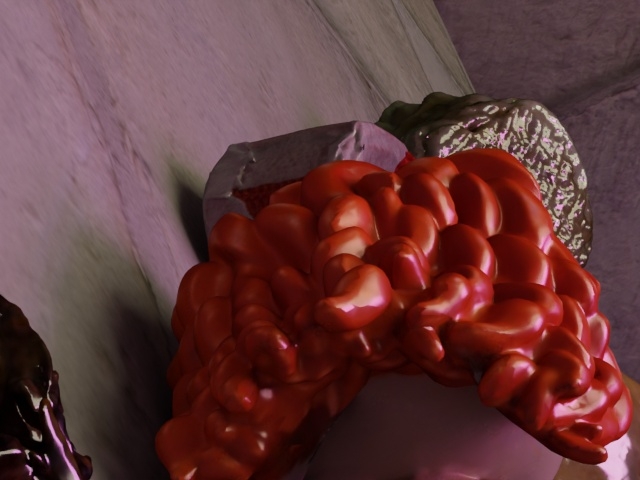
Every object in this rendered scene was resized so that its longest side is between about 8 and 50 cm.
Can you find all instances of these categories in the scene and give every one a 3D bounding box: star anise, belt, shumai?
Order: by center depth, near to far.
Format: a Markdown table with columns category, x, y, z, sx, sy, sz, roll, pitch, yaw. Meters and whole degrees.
| category | x | y | z | sx | sy | sz | roll | pitch | yaw |
| --- | --- | --- | --- | --- | --- | --- | --- | --- | --- |
| star anise | -0.101 | 0.111 | 0.703 | 0.212 | 0.053 | 0.157 | 68 | 11 | 21 |
| belt | 0.000 | 0.000 | 1.304 | 0.201 | 0.124 | 0.128 | 28 | 55 | -64 |
| shumai | 0.104 | -0.001 | 1.796 | 0.225 | 0.222 | 0.261 | 46 | 53 | -22 |

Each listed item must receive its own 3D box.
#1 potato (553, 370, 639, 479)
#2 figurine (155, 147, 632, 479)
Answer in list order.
| category | x | y | z | sx | sy | sz | roll | pitch | yaw |
| --- | --- | --- | --- | --- | --- | --- | --- | --- | --- |
| potato | 0.136 | 0.203 | 1.187 | 0.191 | 0.141 | 0.296 | 19 | 77 | -51 |
| figurine | 0.056 | 0.151 | 0.968 | 0.306 | 0.241 | 0.412 | 13 | 59 | -65 |
